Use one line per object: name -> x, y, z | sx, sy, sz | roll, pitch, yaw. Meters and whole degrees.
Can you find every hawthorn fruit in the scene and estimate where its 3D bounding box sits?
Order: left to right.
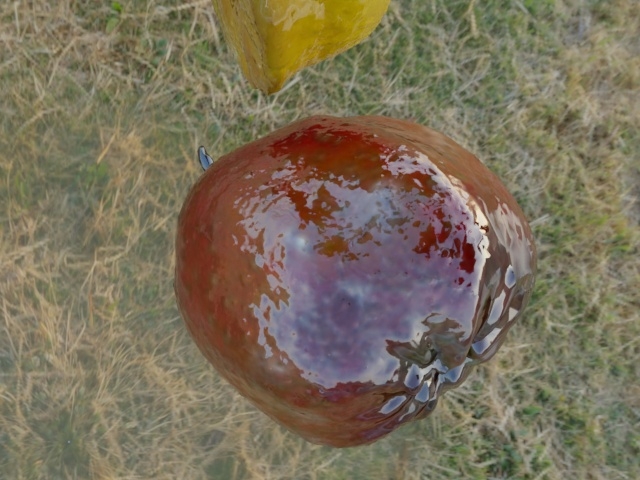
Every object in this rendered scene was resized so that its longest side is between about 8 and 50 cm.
hawthorn fruit -> 0.000, 0.000, 0.575 | 0.254, 0.254, 0.300 | -33, 63, -23

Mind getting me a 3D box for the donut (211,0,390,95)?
donut -> -0.040, -0.251, 0.474 | 0.110, 0.303, 0.303 | -19, 82, -8
